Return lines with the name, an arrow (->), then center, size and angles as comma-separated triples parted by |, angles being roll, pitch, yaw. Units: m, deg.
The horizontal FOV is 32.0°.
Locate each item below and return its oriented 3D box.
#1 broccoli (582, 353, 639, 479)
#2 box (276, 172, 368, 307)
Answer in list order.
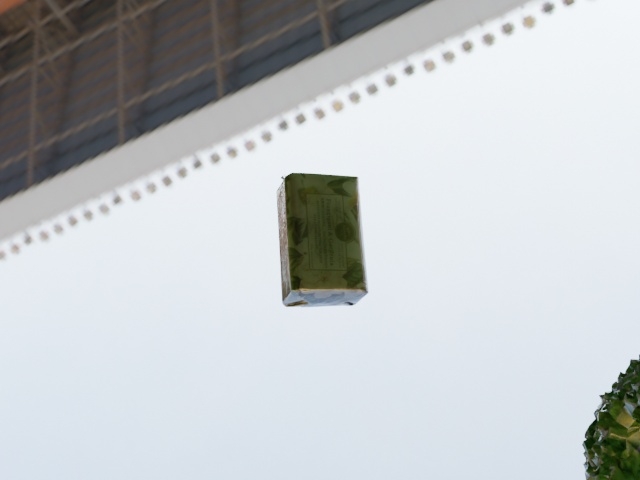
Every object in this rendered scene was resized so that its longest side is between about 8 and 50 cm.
broccoli -> 0.310, 0.189, 0.665 | 0.321, 0.310, 0.413 | 30, -144, 29
box -> 0.000, 0.000, 0.831 | 0.062, 0.045, 0.098 | -1, -109, -15
